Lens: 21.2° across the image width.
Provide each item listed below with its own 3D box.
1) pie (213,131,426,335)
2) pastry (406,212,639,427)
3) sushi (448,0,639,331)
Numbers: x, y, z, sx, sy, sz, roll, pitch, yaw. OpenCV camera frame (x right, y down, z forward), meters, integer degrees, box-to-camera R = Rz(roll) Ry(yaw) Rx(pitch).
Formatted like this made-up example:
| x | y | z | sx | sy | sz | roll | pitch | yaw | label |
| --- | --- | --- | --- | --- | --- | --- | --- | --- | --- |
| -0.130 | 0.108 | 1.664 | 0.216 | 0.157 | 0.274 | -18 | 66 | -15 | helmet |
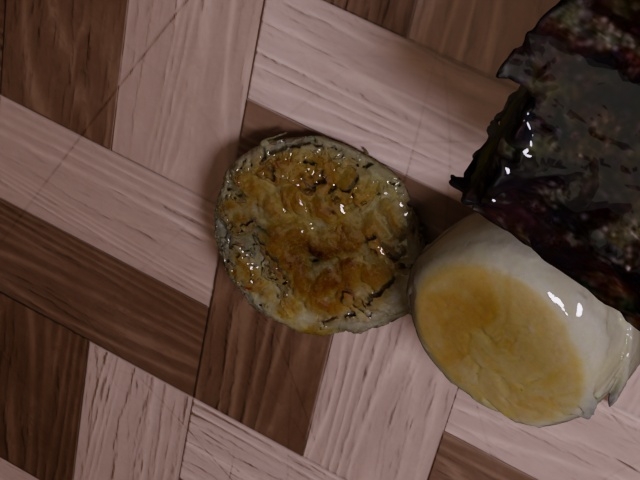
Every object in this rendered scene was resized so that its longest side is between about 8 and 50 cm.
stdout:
| x | y | z | sx | sy | sz | roll | pitch | yaw | label |
| --- | --- | --- | --- | --- | --- | --- | --- | --- | --- |
| 0.000 | 0.000 | 1.951 | 0.274 | 0.055 | 0.274 | 14 | 126 | 20 | pie |
| 0.214 | 0.079 | 1.807 | 0.265 | 0.133 | 0.264 | 19 | 131 | 23 | pastry |
| 0.300 | -0.081 | 1.526 | 0.294 | 0.299 | 0.281 | 31 | 106 | 7 | sushi |
